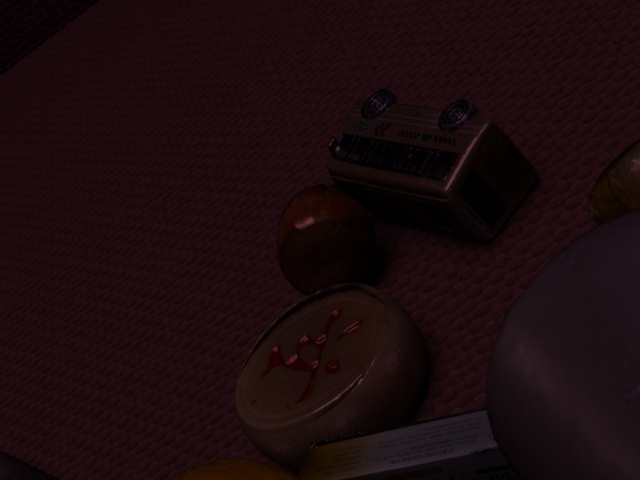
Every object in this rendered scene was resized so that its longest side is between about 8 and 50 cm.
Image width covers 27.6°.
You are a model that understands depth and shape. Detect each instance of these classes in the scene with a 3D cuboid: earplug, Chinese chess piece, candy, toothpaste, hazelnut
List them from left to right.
[{"bbox_3d":[0.000,0.000,1.771,0.150,0.150,0.150,-28,35,21],"label":"hazelnut"},{"bbox_3d":[0.012,0.169,1.605,0.250,0.103,0.249,-29,32,20],"label":"Chinese chess piece"},{"bbox_3d":[0.123,0.242,1.410,0.313,0.089,0.071,-18,32,34],"label":"toothpaste"},{"bbox_3d":[0.403,-0.091,1.390,0.260,0.118,0.260,-42,-9,-8],"label":"candy"},{"bbox_3d":[0.351,0.189,1.031,0.313,0.312,0.394,-40,34,3],"label":"earplug"}]

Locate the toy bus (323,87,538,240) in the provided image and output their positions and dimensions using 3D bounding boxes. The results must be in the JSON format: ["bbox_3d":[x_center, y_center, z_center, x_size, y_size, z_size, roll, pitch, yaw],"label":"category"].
[{"bbox_3d":[0.138,-0.098,1.760,0.290,0.139,0.157,17,69,50],"label":"toy bus"}]

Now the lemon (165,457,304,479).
[{"bbox_3d":[-0.092,0.359,1.329,0.293,0.293,0.293,-28,35,21],"label":"lemon"}]

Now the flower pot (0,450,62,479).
[{"bbox_3d":[-0.331,0.402,1.478,0.294,0.330,0.293,-26,35,20],"label":"flower pot"}]
